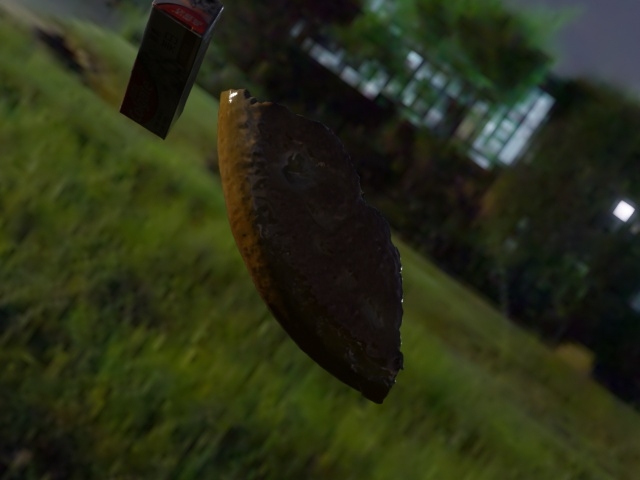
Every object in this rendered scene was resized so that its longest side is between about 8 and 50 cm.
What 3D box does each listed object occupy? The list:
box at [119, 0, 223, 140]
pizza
[{"bbox_3d":[-0.134,-0.157,1.572,0.055,0.040,0.218,32,-25,-2],"label":"box"},{"bbox_3d":[-0.005,0.000,1.395,0.056,0.134,0.271,-18,-67,45],"label":"pizza"}]
